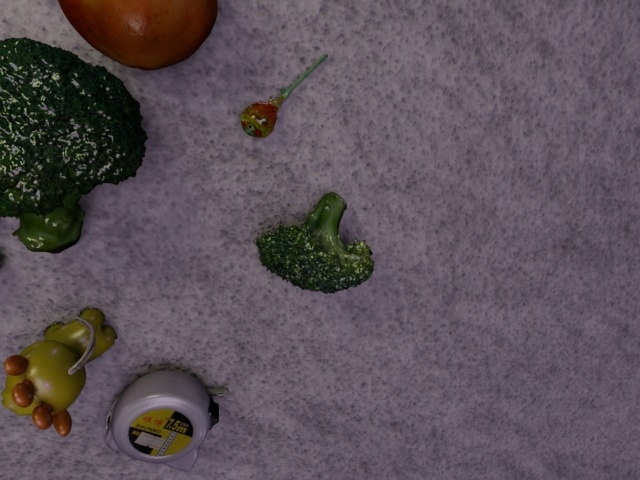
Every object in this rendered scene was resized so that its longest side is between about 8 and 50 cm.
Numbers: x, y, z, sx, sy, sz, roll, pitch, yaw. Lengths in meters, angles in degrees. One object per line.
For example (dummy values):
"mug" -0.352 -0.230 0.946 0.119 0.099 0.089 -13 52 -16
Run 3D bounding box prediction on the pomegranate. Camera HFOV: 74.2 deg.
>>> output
"pomegranate" -0.239 -0.334 0.564 0.209 0.209 0.209 -5 107 -16

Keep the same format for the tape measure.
"tape measure" -0.292 0.333 0.809 0.196 0.105 0.178 33 102 -21

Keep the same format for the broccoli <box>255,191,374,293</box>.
"broccoli" 0.000 0.000 0.776 0.220 0.194 0.194 22 100 2

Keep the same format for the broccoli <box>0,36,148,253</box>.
"broccoli" -0.385 -0.128 0.578 0.298 0.297 0.297 8 138 -19

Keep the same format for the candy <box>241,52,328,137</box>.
"candy" -0.057 -0.255 0.732 0.201 0.060 0.060 -46 113 -7

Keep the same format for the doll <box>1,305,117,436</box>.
"doll" -0.411 0.203 0.668 0.135 0.221 0.143 -24 108 -5
